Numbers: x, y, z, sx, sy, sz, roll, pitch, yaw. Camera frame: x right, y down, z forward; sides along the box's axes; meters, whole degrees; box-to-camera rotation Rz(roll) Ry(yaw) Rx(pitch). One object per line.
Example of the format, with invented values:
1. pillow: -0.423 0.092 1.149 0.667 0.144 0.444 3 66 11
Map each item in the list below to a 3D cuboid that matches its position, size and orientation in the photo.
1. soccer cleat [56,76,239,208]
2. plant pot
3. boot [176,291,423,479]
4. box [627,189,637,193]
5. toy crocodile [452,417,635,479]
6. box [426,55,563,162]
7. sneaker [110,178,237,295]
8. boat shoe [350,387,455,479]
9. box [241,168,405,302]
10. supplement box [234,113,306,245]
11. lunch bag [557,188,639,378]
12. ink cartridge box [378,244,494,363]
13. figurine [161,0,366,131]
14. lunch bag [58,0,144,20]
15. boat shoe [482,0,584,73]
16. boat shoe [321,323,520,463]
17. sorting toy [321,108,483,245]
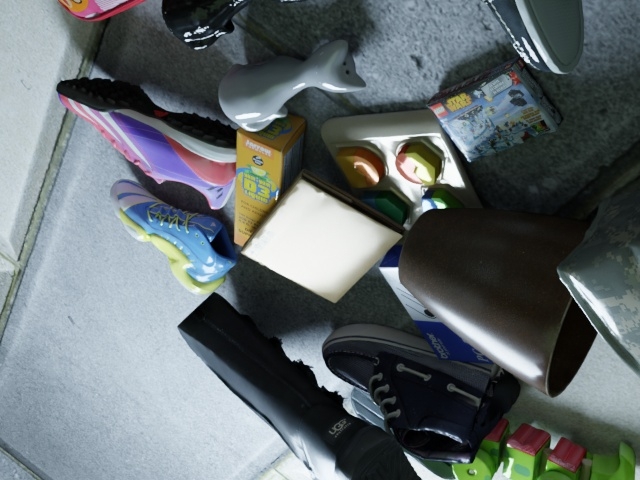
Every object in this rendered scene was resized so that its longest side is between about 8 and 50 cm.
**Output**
1. soccer cleat: -0.258 -0.149 1.532 0.318 0.108 0.116 23 116 17
2. plant pot: 0.221 0.046 1.287 0.230 0.215 0.215 23 141 26
3. boot: -0.029 0.316 1.733 0.445 0.146 0.367 31 150 39
4. box: 0.489 0.039 1.171 0.216 0.060 0.270 -17 117 49
5. toy crocodile: 0.303 0.323 1.588 0.341 0.115 0.105 13 118 27
6. box: 0.203 -0.152 1.233 0.137 0.027 0.094 -18 118 48
7. sneaker: -0.225 -0.027 1.695 0.126 0.091 0.240 -36 103 34
8. boat shoe: 0.145 0.318 1.740 0.226 0.083 0.076 41 -175 18
9. box: 0.000 0.000 1.477 0.164 0.021 0.201 29 138 -12
10. supplement box: -0.075 -0.082 1.499 0.078 0.080 0.233 24 139 15
11. lunch bag: 0.431 0.071 1.064 0.235 0.169 0.287 -23 108 50
12. ink cartridge box: 0.173 0.092 1.483 0.097 0.046 0.207 -1 136 41
13. figurine: -0.061 -0.251 1.305 0.209 0.092 0.215 -10 124 40
14. lunch bag: -0.276 -0.428 1.272 0.258 0.120 0.293 -10 124 40
15. boat shoe: 0.172 -0.300 1.041 0.091 0.114 0.302 -8 112 44
16. boat shoe: 0.119 0.233 1.605 0.341 0.158 0.127 6 133 35
17. sorting toy: 0.110 -0.073 1.386 0.193 0.038 0.208 0 129 40
